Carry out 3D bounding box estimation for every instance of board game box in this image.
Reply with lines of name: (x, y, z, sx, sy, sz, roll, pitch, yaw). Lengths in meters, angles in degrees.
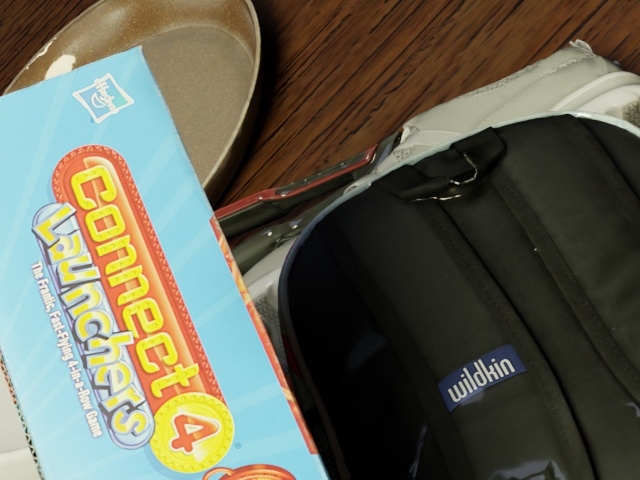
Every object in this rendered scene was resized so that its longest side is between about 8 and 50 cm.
board game box: (-0.035, 0.131, 0.591, 0.086, 0.308, 0.302, -22, 66, -6)

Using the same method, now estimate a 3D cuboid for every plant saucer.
plant saucer: (-0.159, -0.073, 1.126, 0.310, 0.050, 0.311, -22, 46, 25)

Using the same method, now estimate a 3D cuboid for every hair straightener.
hair straightener: (0.000, 0.000, 0.947, 0.230, 0.047, 0.089, -22, 68, 20)

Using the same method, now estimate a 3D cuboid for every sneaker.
sneaker: (0.070, -0.017, 0.857, 0.281, 0.105, 0.115, -29, 37, 4)

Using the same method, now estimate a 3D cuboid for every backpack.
backpack: (0.104, 0.068, 0.664, 0.225, 0.191, 0.253, -25, 49, -4)

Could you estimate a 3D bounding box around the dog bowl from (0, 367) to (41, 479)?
dog bowl: (-0.199, 0.084, 0.891, 0.265, 0.104, 0.265, 0, 35, 0)
